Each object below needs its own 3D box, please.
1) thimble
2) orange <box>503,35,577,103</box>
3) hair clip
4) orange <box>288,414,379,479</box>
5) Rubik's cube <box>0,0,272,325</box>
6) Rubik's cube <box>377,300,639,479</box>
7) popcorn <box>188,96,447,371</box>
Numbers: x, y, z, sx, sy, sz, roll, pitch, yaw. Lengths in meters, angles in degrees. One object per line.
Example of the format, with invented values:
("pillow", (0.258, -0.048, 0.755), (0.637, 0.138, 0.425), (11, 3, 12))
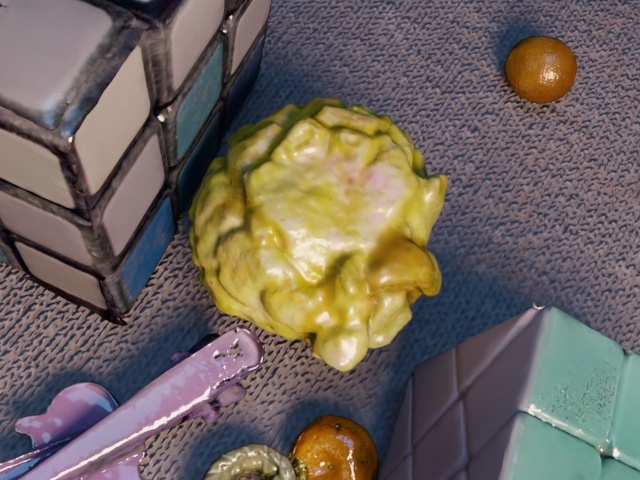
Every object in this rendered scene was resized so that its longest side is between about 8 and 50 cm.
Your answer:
("thimble", (-0.070, 0.236, 0.737), (0.084, 0.062, 0.110), (27, 64, 5))
("orange", (0.258, -0.201, 0.978), (0.085, 0.085, 0.085), (3, 65, -6))
("hair clip", (-0.169, 0.174, 0.747), (0.278, 0.090, 0.137), (-31, 85, -12))
("orange", (0.015, 0.202, 0.765), (0.086, 0.062, 0.086), (-1, 87, 14))
("Rubik's cube", (-0.257, -0.193, 0.745), (0.363, 0.362, 0.359), (26, 68, 6))
("Rubik's cube", (0.181, 0.215, 0.669), (0.224, 0.221, 0.231), (28, 62, -10))
("popcorn", (0.000, 0.000, 0.777), (0.259, 0.212, 0.259), (1, 75, -4))
